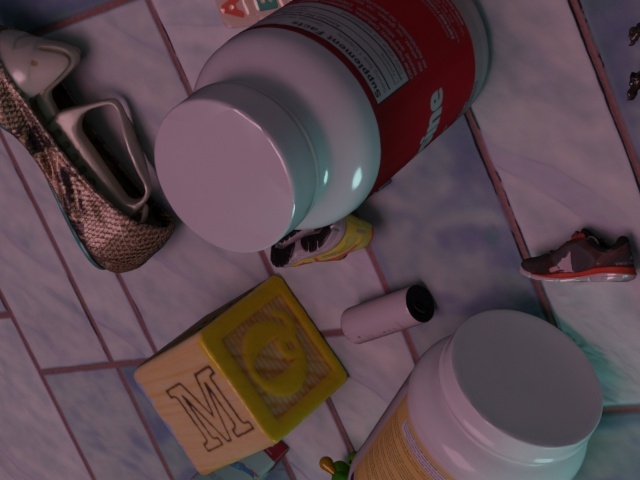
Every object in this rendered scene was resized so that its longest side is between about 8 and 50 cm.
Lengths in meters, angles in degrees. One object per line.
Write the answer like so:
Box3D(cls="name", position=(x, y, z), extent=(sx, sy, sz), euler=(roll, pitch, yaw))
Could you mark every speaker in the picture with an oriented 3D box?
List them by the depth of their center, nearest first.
Box3D(cls="speaker", position=(0.091, 0.101, 1.997), extent=(0.136, 0.055, 0.055), euler=(-23, 100, 47))

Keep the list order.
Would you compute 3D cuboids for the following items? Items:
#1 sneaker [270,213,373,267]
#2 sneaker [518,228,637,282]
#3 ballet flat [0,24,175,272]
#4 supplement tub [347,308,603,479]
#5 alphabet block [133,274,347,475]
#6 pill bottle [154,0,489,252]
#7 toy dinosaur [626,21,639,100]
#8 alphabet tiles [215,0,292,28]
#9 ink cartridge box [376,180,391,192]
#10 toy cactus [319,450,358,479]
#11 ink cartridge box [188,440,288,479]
Box3D(cls="sneaker", position=(0.000, 0.000, 1.996), extent=(0.208, 0.094, 0.082), euler=(-4, 80, 63))
Box3D(cls="sneaker", position=(0.310, 0.018, 1.766), extent=(0.157, 0.061, 0.065), euler=(-1, 88, 41))
Box3D(cls="ballet flat", position=(-0.377, -0.176, 2.176), extent=(0.182, 0.164, 0.483), euler=(-32, 100, 26))
Box3D(cls="supplement tub", position=(0.193, 0.266, 1.879), extent=(0.241, 0.241, 0.331), euler=(41, 136, 13))
Box3D(cls="alphabet block", position=(-0.118, 0.197, 2.145), extent=(0.193, 0.192, 0.197), euler=(54, 139, -4))
Box3D(cls="pill bottle", position=(0.004, -0.154, 1.633), extent=(0.229, 0.407, 0.229), euler=(18, 126, 26))
Box3D(cls="toy dinosaur", position=(0.385, -0.185, 1.552), extent=(0.118, 0.064, 0.268), euler=(9, 120, 20))
Box3D(cls="alphabet tiles", position=(-0.051, -0.361, 1.844), extent=(0.278, 0.021, 0.284), euler=(-2, 116, 42))
Box3D(cls="ink cartridge box", position=(0.035, -0.077, 1.948), extent=(0.115, 0.029, 0.063), euler=(-30, 96, 47))
Box3D(cls="toy cactus", position=(0.094, 0.381, 2.140), extent=(0.219, 0.112, 0.180), euler=(-6, 130, 51))
Box3D(cls="ink cartridge box", position=(-0.147, 0.376, 2.294), extent=(0.072, 0.175, 0.127), euler=(45, 136, 9))
